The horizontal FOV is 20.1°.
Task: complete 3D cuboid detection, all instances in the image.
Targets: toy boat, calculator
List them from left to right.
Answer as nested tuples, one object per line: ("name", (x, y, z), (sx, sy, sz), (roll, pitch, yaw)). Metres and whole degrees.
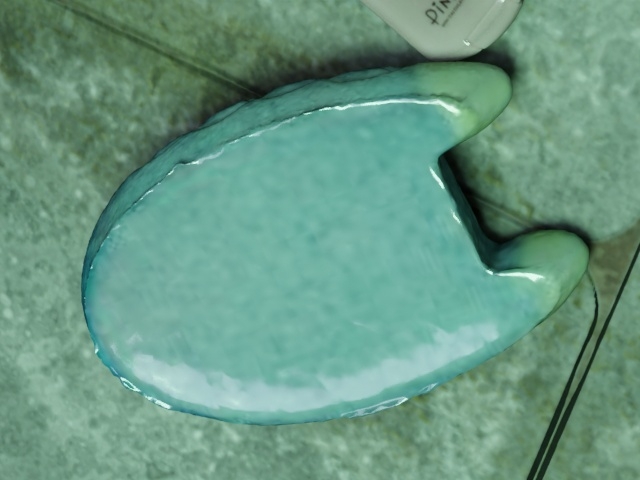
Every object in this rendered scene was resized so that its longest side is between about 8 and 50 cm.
("toy boat", (0.000, 0.000, 1.169), (0.330, 0.123, 0.215), (-23, 108, 21))
("calculator", (0.049, -0.186, 1.100), (0.175, 0.032, 0.100), (41, 121, 5))
